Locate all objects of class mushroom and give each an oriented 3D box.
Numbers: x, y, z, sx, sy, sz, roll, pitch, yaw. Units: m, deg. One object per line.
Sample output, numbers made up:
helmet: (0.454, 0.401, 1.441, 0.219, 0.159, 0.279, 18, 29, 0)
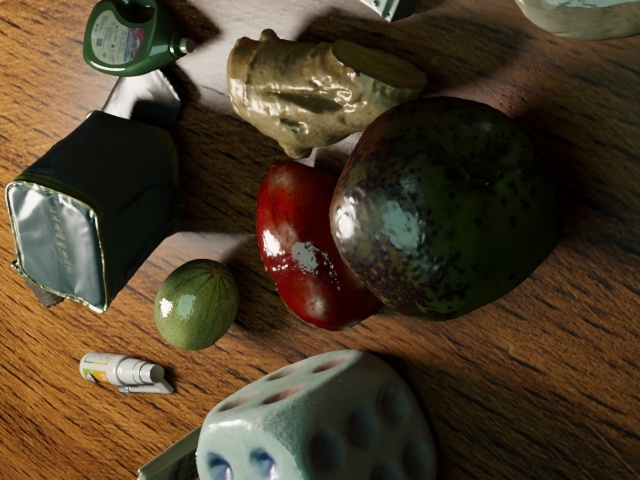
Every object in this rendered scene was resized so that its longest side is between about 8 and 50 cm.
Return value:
mushroom: (0.316, -0.269, 1.251, 0.247, 0.096, 0.108, 10, 117, 37)

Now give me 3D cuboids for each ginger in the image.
ginger: (-0.001, -0.206, 1.579, 0.354, 0.126, 0.189, 1, 106, 47)

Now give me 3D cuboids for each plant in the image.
plant: (-0.554, 0.063, 2.306, 0.092, 0.094, 0.143, -16, 103, 59)

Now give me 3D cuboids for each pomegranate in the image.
pomegranate: (0.138, -0.028, 1.452, 0.285, 0.285, 0.340, 56, 161, 7)

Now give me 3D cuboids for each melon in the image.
melon: (-0.210, 0.111, 1.946, 0.139, 0.139, 0.192, 48, 132, 16)

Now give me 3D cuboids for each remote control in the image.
remote control: (-0.209, 0.367, 1.967, 0.038, 0.285, 0.123, 37, 132, 23)

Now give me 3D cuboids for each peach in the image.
peach: (0.005, 0.001, 1.670, 0.154, 0.159, 0.267, -19, 95, 42)

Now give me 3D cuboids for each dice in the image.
dice: (-0.004, 0.332, 1.758, 0.263, 0.268, 0.264, -17, 97, 47)

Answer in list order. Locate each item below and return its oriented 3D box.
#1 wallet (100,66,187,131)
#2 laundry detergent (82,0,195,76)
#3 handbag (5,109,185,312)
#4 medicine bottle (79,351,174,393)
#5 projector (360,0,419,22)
wallet: (-0.316, -0.206, 1.970, 0.146, 0.030, 0.285, 53, 137, 15)
laundry detergent: (-0.283, -0.326, 1.835, 0.211, 0.063, 0.137, 10, 86, 36)
handbag: (-0.368, -0.054, 1.907, 0.222, 0.241, 0.263, 21, 132, 18)
medicine bottle: (-0.379, 0.265, 2.264, 0.221, 0.061, 0.092, -1, 134, 45)
projector: (0.083, -0.367, 1.461, 0.115, 0.061, 0.147, 39, 135, 22)
